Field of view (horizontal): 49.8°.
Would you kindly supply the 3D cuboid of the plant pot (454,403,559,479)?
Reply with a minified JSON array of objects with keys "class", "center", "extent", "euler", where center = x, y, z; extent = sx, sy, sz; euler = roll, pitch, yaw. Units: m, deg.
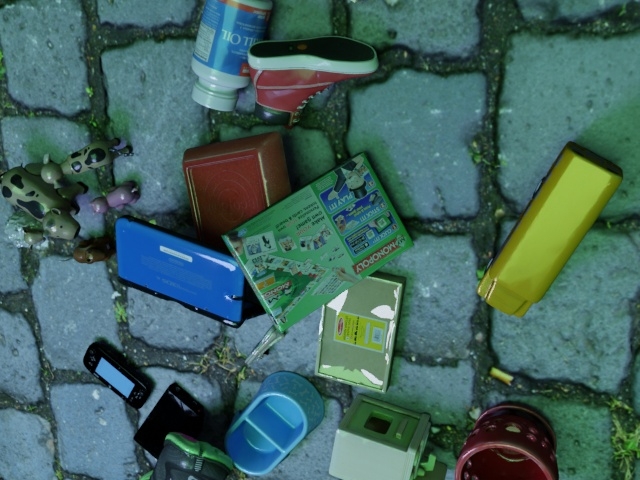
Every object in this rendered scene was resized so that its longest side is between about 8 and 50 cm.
[{"class":"plant pot","center":[0.374,0.436,1.372],"extent":[0.191,0.174,0.191],"euler":[6,110,18]}]

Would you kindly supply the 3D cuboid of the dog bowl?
[{"class":"dog bowl","center":[-0.118,0.439,1.620],"extent":[0.166,0.074,0.297],"euler":[41,118,3]}]

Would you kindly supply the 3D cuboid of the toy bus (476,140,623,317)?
[{"class":"toy bus","center":[0.400,-0.006,1.233],"extent":[0.108,0.130,0.333],"euler":[30,116,9]}]

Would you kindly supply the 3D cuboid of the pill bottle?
[{"class":"pill bottle","center":[-0.179,-0.370,1.332],"extent":[0.124,0.124,0.222],"euler":[25,116,11]}]

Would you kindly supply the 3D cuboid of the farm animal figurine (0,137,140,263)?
[{"class":"farm animal figurine","center":[-0.589,-0.093,1.559],"extent":[0.326,0.172,0.330],"euler":[18,114,14]}]

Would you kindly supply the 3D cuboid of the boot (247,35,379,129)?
[{"class":"boot","center":[-0.011,-0.294,1.329],"extent":[0.244,0.088,0.176],"euler":[0,136,3]}]

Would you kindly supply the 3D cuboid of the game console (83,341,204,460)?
[{"class":"game console","center":[-0.465,0.406,1.759],"extent":[0.361,0.044,0.213],"euler":[39,117,5]}]

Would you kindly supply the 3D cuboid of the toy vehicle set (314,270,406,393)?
[{"class":"toy vehicle set","center":[0.082,0.188,1.476],"extent":[0.166,0.035,0.267],"euler":[13,112,17]}]

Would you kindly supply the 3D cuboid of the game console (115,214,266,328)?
[{"class":"game console","center":[-0.261,0.057,1.458],"extent":[0.293,0.173,0.250],"euler":[19,126,13]}]

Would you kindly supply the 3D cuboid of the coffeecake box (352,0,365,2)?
[{"class":"coffeecake box","center":[0.050,-0.539,1.216],"extent":[0.142,0.068,0.185],"euler":[32,116,8]}]

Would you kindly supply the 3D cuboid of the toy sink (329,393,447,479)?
[{"class":"toy sink","center":[0.158,0.444,1.472],"extent":[0.234,0.153,0.131],"euler":[16,113,16]}]

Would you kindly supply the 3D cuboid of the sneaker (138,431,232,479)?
[{"class":"sneaker","center":[-0.349,0.616,1.646],"extent":[0.185,0.202,0.483],"euler":[25,134,-8]}]

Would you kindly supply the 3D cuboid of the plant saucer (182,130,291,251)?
[{"class":"plant saucer","center":[-0.172,-0.071,1.388],"extent":[0.258,0.047,0.259],"euler":[-5,100,34]}]

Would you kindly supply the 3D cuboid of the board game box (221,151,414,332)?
[{"class":"board game box","center":[0.000,0.000,1.321],"extent":[0.317,0.046,0.213],"euler":[-32,100,-15]}]

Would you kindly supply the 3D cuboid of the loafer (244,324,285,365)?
[{"class":"loafer","center":[-0.127,0.247,1.575],"extent":[0.039,0.045,0.125],"euler":[37,114,-2]}]
